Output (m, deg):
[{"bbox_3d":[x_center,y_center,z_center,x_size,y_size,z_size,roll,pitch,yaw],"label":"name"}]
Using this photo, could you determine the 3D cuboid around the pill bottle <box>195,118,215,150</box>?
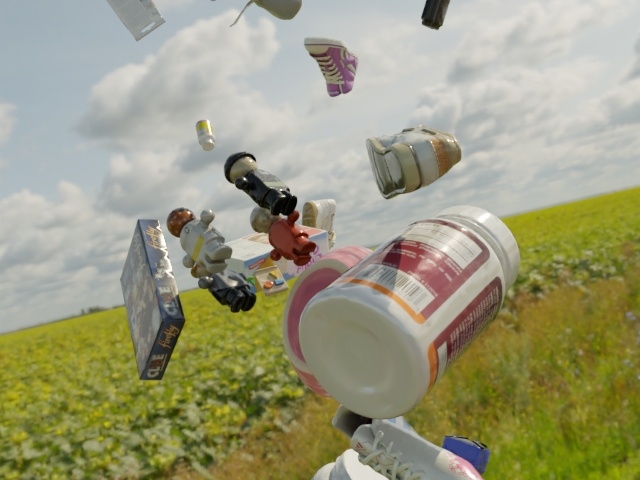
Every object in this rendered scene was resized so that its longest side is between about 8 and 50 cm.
[{"bbox_3d":[-0.290,-0.265,1.918,0.044,0.083,0.043,-11,-38,-9],"label":"pill bottle"}]

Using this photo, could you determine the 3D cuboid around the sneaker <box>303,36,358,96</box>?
[{"bbox_3d":[0.037,-0.530,2.340,0.102,0.160,0.282,8,2,32],"label":"sneaker"}]

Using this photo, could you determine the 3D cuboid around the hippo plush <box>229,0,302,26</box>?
[{"bbox_3d":[-0.150,-0.658,1.781,0.294,0.236,0.234,-37,-25,3],"label":"hippo plush"}]

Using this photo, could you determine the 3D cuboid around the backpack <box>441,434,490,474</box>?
[{"bbox_3d":[0.322,0.491,1.709,0.098,0.101,0.120,19,-4,29],"label":"backpack"}]

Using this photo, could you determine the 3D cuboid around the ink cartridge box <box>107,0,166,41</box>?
[{"bbox_3d":[-0.311,-0.389,1.267,0.063,0.115,0.029,-35,-5,-1],"label":"ink cartridge box"}]

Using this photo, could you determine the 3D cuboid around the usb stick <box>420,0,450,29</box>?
[{"bbox_3d":[0.279,-0.597,1.637,0.045,0.277,0.077,21,14,22],"label":"usb stick"}]

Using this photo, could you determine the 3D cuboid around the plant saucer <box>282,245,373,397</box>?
[{"bbox_3d":[0.026,0.167,1.626,0.084,0.331,0.332,18,-21,-39],"label":"plant saucer"}]

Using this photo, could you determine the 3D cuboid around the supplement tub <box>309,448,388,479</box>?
[{"bbox_3d":[0.024,0.577,1.537,0.272,0.191,0.191,-49,-11,13],"label":"supplement tub"}]

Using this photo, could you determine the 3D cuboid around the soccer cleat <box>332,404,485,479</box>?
[{"bbox_3d":[0.131,0.363,1.231,0.143,0.116,0.331,21,3,-31],"label":"soccer cleat"}]

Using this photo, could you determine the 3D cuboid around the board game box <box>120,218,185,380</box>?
[{"bbox_3d":[-0.305,0.103,1.357,0.042,0.243,0.165,3,-47,-29],"label":"board game box"}]

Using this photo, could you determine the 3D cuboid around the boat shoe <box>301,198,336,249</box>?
[{"bbox_3d":[0.000,0.000,2.097,0.096,0.098,0.277,-16,-39,-24],"label":"boat shoe"}]

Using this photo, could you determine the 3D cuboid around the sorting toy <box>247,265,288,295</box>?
[{"bbox_3d":[-0.114,0.086,1.588,0.083,0.062,0.012,-14,-27,-29],"label":"sorting toy"}]

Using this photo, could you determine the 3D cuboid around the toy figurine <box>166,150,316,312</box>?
[{"bbox_3d":[-0.133,-0.013,1.237,0.209,0.148,0.213,-41,-35,-12],"label":"toy figurine"}]

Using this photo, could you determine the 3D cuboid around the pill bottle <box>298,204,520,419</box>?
[{"bbox_3d":[0.163,0.097,1.247,0.224,0.224,0.392,-14,13,43],"label":"pill bottle"}]

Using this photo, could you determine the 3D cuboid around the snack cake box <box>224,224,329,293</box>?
[{"bbox_3d":[-0.124,0.039,1.815,0.264,0.089,0.152,-21,21,-40],"label":"snack cake box"}]

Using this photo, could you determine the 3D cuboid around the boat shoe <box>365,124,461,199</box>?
[{"bbox_3d":[0.150,-0.132,1.269,0.103,0.113,0.302,-19,12,-5],"label":"boat shoe"}]
